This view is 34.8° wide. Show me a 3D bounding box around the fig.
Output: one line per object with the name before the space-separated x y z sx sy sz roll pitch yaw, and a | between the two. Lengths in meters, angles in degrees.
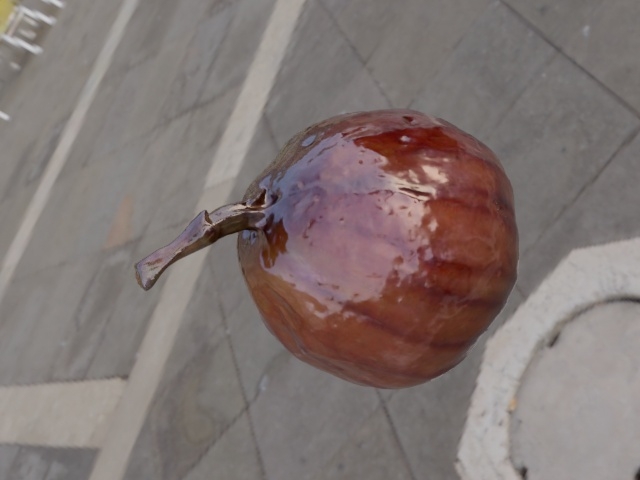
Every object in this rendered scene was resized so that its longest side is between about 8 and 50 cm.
fig | 0.010 0.001 0.446 0.128 0.150 0.128 7 -90 -82
